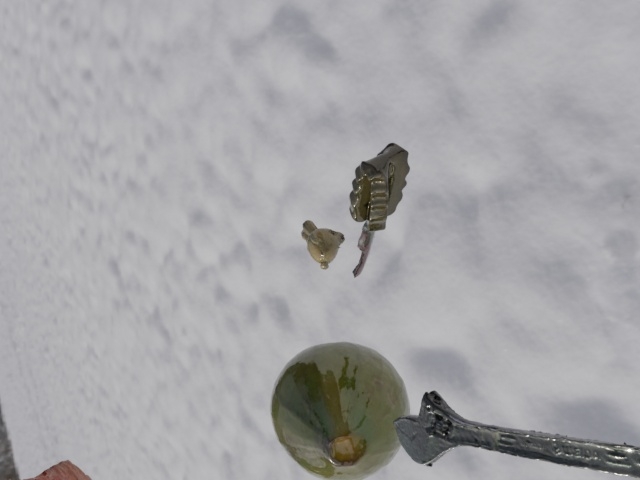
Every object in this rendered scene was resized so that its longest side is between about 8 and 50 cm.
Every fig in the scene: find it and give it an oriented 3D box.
[{"bbox_3d":[0.029,0.292,1.110,0.271,0.240,0.239,-47,-45,-82],"label":"fig"}]

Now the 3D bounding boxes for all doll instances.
[{"bbox_3d":[-0.008,0.004,0.869,0.093,0.051,0.061,-3,114,57],"label":"doll"}]

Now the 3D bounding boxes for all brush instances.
[{"bbox_3d":[0.082,-0.028,1.057,0.071,0.084,0.301,38,148,21],"label":"brush"}]

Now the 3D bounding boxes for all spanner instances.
[{"bbox_3d":[0.195,0.214,0.705,0.326,0.026,0.093,-7,90,50],"label":"spanner"}]

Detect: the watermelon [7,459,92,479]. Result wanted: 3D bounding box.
[{"bbox_3d":[-0.241,0.265,0.563,0.145,0.193,0.137,38,-146,-77],"label":"watermelon"}]
